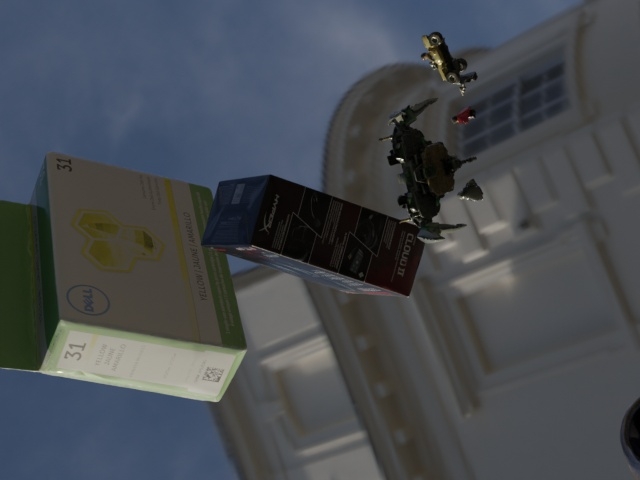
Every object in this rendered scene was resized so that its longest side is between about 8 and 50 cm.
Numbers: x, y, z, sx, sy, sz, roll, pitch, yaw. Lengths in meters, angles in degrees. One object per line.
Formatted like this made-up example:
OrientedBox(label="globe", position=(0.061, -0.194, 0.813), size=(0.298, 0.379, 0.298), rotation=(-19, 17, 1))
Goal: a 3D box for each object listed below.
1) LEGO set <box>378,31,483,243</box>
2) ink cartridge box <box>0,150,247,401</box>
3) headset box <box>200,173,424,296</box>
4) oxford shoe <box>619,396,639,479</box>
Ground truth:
OrientedBox(label="LEGO set", position=(0.037, -0.033, 0.497), size=(0.054, 0.023, 0.083), rotation=(56, -144, -29))
OrientedBox(label="ink cartridge box", position=(-0.174, 0.012, 0.889), size=(0.235, 0.056, 0.171), rotation=(13, -145, -23))
OrientedBox(label="headset box", position=(0.000, 0.000, 0.596), size=(0.083, 0.062, 0.032), rotation=(20, -98, -23))
OrientedBox(label="oxford shoe", position=(0.179, 0.095, 0.477), size=(0.133, 0.130, 0.364), rotation=(59, -178, 26))
